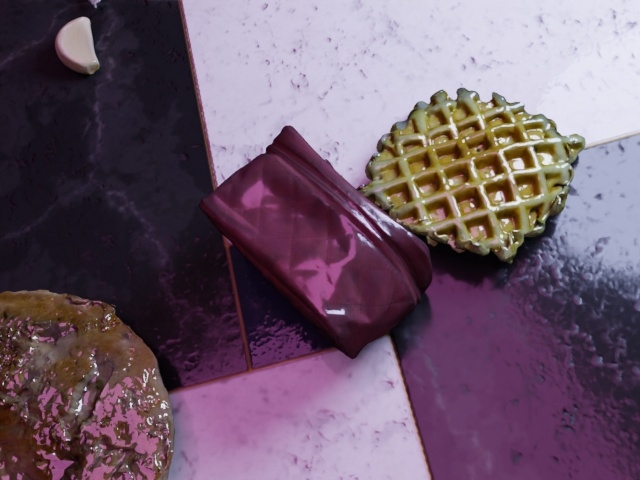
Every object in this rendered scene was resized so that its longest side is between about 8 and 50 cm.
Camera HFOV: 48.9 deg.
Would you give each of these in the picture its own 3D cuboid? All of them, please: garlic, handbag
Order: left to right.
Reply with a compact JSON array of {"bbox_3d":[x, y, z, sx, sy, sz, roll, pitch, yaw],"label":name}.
[{"bbox_3d":[-0.321,-0.253,0.928,0.053,0.041,0.083,-17,72,-13],"label":"garlic"},{"bbox_3d":[0.000,0.000,0.703,0.135,0.146,0.225,-44,65,-8],"label":"handbag"}]

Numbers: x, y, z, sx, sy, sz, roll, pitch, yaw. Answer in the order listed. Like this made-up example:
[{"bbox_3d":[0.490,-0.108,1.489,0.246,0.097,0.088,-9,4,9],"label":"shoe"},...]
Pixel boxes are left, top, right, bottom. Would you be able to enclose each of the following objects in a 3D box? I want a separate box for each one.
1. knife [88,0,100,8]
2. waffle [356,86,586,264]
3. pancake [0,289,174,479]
[{"bbox_3d":[-0.360,-0.434,1.024,0.047,0.017,0.297,-27,65,-3],"label":"knife"},{"bbox_3d":[0.160,-0.077,0.761,0.214,0.054,0.207,26,69,21],"label":"waffle"},{"bbox_3d":[-0.311,0.206,0.707,0.357,0.065,0.355,-4,67,9],"label":"pancake"}]
